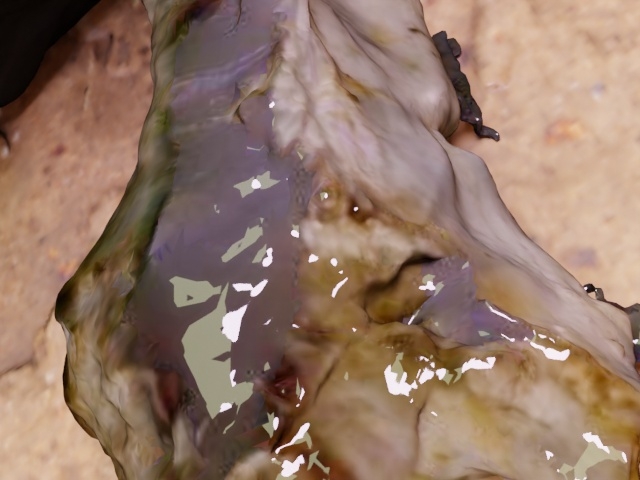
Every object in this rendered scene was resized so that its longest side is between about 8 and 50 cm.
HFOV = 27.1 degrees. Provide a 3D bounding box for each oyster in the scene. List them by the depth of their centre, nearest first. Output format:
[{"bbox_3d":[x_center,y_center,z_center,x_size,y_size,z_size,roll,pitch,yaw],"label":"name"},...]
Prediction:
[{"bbox_3d":[0.006,-0.002,0.434,0.198,0.133,0.337,-12,65,18],"label":"oyster"}]

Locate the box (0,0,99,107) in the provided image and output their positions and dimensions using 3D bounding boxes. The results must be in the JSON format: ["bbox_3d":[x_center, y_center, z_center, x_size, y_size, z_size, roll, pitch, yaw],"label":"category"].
[{"bbox_3d":[-0.092,-0.187,0.470,0.350,0.359,0.091,-44,86,6],"label":"box"}]
